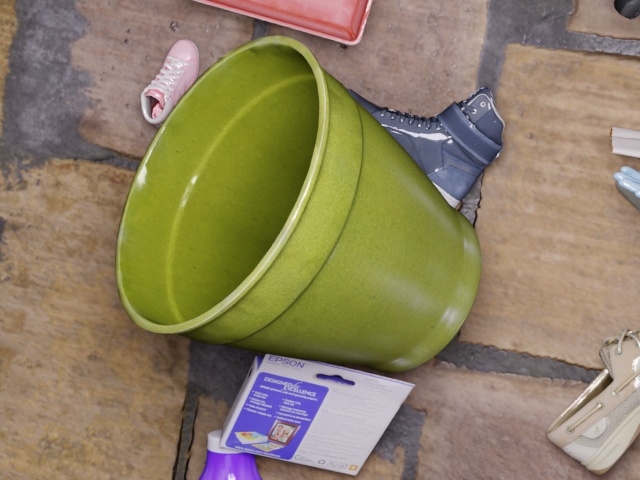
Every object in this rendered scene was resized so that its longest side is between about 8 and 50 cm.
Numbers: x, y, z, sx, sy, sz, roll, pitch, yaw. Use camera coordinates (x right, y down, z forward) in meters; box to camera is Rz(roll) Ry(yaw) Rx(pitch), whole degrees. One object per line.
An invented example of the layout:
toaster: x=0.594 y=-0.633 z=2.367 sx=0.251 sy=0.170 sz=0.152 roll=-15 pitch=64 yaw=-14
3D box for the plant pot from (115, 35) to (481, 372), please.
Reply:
plant pot: x=0.000 y=0.000 z=1.308 sx=0.353 sy=0.366 sz=0.366 roll=29 pitch=100 yaw=-36

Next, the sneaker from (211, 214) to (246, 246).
sneaker: x=-0.108 y=-0.035 z=1.469 sx=0.112 sy=0.131 sz=0.296 roll=28 pitch=96 yaw=8

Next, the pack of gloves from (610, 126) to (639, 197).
pack of gloves: x=0.482 y=-0.068 z=1.360 sx=0.232 sy=0.195 sz=0.046 roll=12 pitch=122 yaw=8

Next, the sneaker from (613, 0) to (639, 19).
sneaker: x=0.387 y=-0.411 z=1.355 sx=0.124 sy=0.107 sz=0.283 roll=18 pitch=70 yaw=2

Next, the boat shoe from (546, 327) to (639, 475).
boat shoe: x=0.416 y=0.168 z=1.416 sx=0.098 sy=0.109 sz=0.302 roll=35 pitch=103 yaw=4

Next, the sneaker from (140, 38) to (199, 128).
sneaker: x=-0.212 y=-0.221 z=1.504 sx=0.051 sy=0.070 sz=0.134 roll=22 pitch=95 yaw=9

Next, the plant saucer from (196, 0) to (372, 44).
plant saucer: x=-0.035 y=-0.414 z=1.414 sx=0.259 sy=0.048 sz=0.258 roll=17 pitch=96 yaw=5

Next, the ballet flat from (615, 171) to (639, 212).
ballet flat: x=0.488 y=-0.029 z=1.402 sx=0.213 sy=0.072 sz=0.068 roll=19 pitch=63 yaw=5

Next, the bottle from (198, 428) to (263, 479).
bottle: x=-0.128 y=0.413 z=1.517 sx=0.118 sy=0.092 sz=0.283 roll=1 pitch=93 yaw=11

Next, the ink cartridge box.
ink cartridge box: x=-0.007 y=0.222 z=1.430 sx=0.206 sy=0.045 sz=0.208 roll=16 pitch=130 yaw=-14

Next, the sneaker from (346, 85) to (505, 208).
sneaker: x=0.143 y=-0.168 z=1.437 sx=0.226 sy=0.086 sz=0.163 roll=39 pitch=109 yaw=-5
